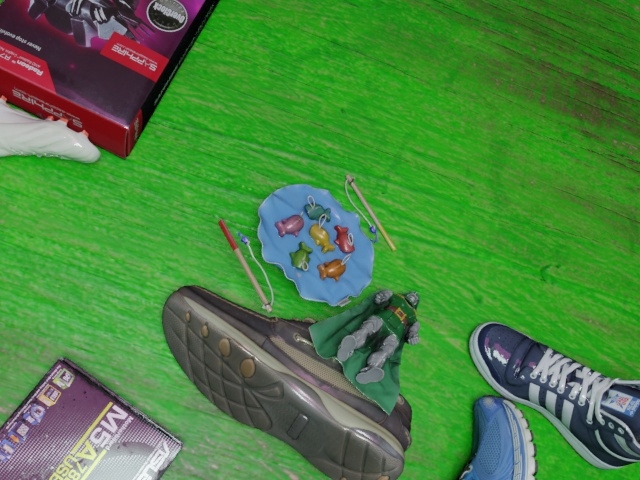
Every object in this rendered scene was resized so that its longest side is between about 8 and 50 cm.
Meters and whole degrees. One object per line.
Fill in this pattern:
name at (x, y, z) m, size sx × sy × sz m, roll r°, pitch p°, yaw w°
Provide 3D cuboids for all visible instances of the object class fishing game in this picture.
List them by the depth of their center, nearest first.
fishing game at (0.000, 0.000, 0.961) m, size 0.264 × 0.041 × 0.189 m, roll -18°, pitch 74°, yaw -41°

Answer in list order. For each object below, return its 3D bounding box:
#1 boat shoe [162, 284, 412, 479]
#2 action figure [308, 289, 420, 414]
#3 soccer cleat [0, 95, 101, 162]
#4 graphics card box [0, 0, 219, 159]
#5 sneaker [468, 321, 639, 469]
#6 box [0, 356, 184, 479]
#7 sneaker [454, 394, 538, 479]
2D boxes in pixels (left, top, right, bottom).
boat shoe at (-0.039, 0.170, 0.899) m, size 0.355 × 0.132 × 0.130 m, roll 37°, pitch 40°, yaw 3°
action figure at (0.084, 0.113, 0.918) m, size 0.137 × 0.063 × 0.232 m, roll 51°, pitch 27°, yaw 2°
soccer cleat at (-0.388, -0.134, 0.934) m, size 0.196 × 0.068 × 0.076 m, roll 22°, pitch 71°, yaw 1°
graphics card box at (-0.294, -0.327, 1.010) m, size 0.233 × 0.094 × 0.370 m, roll 26°, pitch 65°, yaw -5°
sneaker at (0.344, 0.198, 0.960) m, size 0.282 × 0.153 × 0.099 m, roll 40°, pitch 65°, yaw 2°
box at (-0.289, 0.265, 0.825) m, size 0.184 × 0.045 × 0.190 m, roll 36°, pitch 66°, yaw 2°
sneaker at (0.182, 0.335, 0.873) m, size 0.147 × 0.129 × 0.330 m, roll 9°, pitch 50°, yaw 11°
